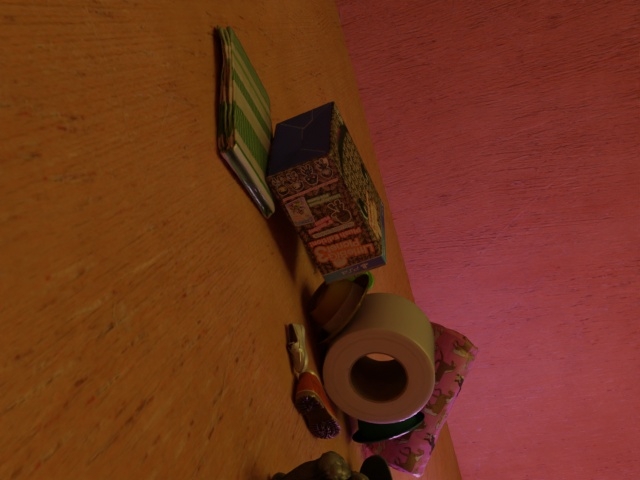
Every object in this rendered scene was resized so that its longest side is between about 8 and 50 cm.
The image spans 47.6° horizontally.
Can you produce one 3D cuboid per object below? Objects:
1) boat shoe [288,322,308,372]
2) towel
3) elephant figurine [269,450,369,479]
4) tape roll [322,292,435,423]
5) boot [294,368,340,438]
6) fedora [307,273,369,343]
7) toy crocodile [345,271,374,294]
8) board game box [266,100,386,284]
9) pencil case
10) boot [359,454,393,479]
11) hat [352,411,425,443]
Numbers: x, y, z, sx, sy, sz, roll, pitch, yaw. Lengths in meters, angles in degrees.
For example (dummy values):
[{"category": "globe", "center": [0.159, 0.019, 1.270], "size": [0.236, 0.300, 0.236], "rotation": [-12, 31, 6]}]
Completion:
[{"category": "boat shoe", "center": [-0.048, 0.207, 1.401], "size": [0.035, 0.035, 0.100], "rotation": [20, 56, -42]}, {"category": "towel", "center": [-0.144, -0.234, 1.434], "size": [0.248, 0.038, 0.325], "rotation": [58, 21, -56]}, {"category": "elephant figurine", "center": [-0.037, 0.408, 0.993], "size": [0.169, 0.186, 0.239], "rotation": [45, 37, 13]}, {"category": "tape roll", "center": [0.134, 0.261, 1.623], "size": [0.169, 0.246, 0.246], "rotation": [-74, 148, -66]}, {"category": "boot", "center": [-0.004, 0.320, 1.416], "size": [0.085, 0.059, 0.158], "rotation": [-95, 164, -53]}, {"category": "fedora", "center": [0.029, 0.135, 1.603], "size": [0.079, 0.194, 0.194], "rotation": [38, 22, -9]}, {"category": "toy crocodile", "center": [0.081, 0.046, 2.002], "size": [0.115, 0.105, 0.341], "rotation": [24, 59, -75]}, {"category": "board game box", "center": [0.020, -0.101, 1.532], "size": [0.232, 0.141, 0.291], "rotation": [-87, 153, -53]}, {"category": "pencil case", "center": [0.261, 0.406, 1.852], "size": [0.386, 0.160, 0.167], "rotation": [-64, 160, -8]}, {"category": "boot", "center": [0.142, 0.597, 1.696], "size": [0.178, 0.085, 0.236], "rotation": [-17, 100, -79]}, {"category": "hat", "center": [0.123, 0.361, 1.717], "size": [0.173, 0.208, 0.184], "rotation": [-19, 91, -54]}]
